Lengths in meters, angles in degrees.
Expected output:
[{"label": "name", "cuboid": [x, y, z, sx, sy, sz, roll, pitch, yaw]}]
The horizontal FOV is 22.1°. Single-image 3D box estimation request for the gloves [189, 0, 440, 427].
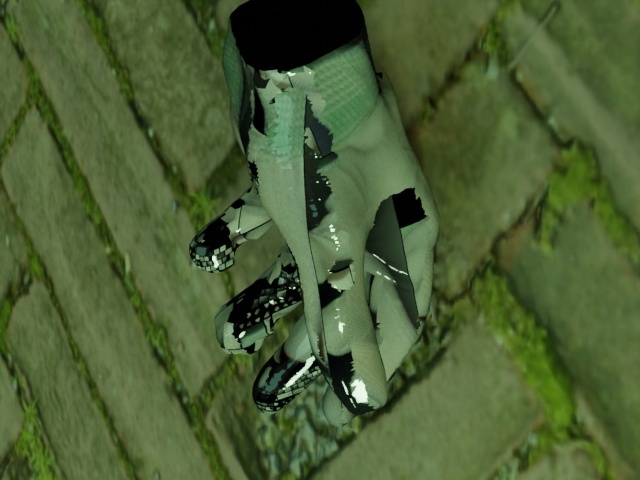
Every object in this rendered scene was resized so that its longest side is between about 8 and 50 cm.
[{"label": "gloves", "cuboid": [0.005, -0.005, 0.778, 0.128, 0.111, 0.212, 26, 142, 44]}]
